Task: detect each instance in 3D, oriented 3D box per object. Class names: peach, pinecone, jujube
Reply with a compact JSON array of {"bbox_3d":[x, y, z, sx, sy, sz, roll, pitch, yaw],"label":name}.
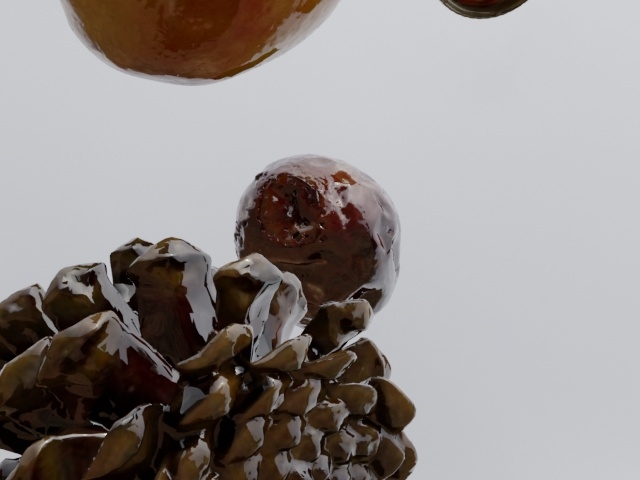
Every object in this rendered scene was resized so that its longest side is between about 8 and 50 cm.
[{"bbox_3d":[-0.091,-0.295,1.406,0.308,0.289,0.289,-16,-49,22],"label":"peach"},{"bbox_3d":[-0.137,0.146,1.245,0.384,0.384,0.384,15,-36,11],"label":"pinecone"},{"bbox_3d":[0.000,0.000,1.713,0.183,0.183,0.243,9,-18,19],"label":"jujube"}]

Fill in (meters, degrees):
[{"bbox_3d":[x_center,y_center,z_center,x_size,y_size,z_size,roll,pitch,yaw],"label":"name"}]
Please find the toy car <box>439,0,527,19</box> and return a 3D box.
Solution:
[{"bbox_3d":[0.197,-0.342,1.644,0.235,0.145,0.235,-11,-52,-14],"label":"toy car"}]
